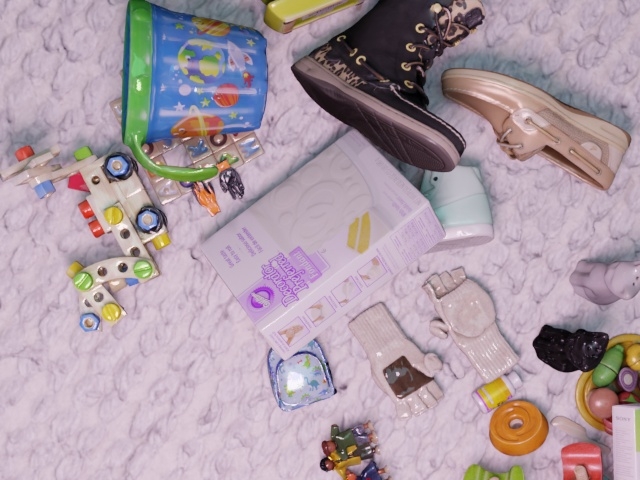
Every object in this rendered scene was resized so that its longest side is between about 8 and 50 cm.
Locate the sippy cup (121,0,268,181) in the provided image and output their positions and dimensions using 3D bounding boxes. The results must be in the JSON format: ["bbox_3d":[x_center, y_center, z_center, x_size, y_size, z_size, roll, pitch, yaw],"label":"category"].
[{"bbox_3d":[-0.203,-0.264,1.817,0.224,0.240,0.306,1,112,-13],"label":"sippy cup"}]

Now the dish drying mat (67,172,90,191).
[{"bbox_3d":[-0.385,-0.097,1.906,0.083,0.008,0.032,10,88,-1],"label":"dish drying mat"}]

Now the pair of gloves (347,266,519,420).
[{"bbox_3d":[0.192,0.170,1.891,0.240,0.042,0.204,-26,80,-4],"label":"pair of gloves"}]

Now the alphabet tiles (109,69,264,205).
[{"bbox_3d":[-0.236,-0.208,1.917,0.198,0.009,0.237,-28,90,-3],"label":"alphabet tiles"}]

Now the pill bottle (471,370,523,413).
[{"bbox_3d":[0.300,0.255,1.904,0.083,0.043,0.043,-32,89,-3],"label":"pill bottle"}]

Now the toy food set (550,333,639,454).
[{"bbox_3d":[0.504,0.260,1.900,0.128,0.071,0.218,36,87,-1],"label":"toy food set"}]

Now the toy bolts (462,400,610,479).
[{"bbox_3d":[0.375,0.397,1.865,0.228,0.158,0.218,0,47,26],"label":"toy bolts"}]

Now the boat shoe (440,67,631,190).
[{"bbox_3d":[0.351,-0.188,1.885,0.341,0.121,0.110,22,86,-3],"label":"boat shoe"}]

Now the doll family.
[{"bbox_3d":[0.055,0.390,1.875,0.111,0.076,0.193,-21,92,-8],"label":"doll family"}]

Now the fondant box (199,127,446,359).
[{"bbox_3d":[0.000,0.000,1.812,0.330,0.096,0.238,-38,47,-3],"label":"fondant box"}]

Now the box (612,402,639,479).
[{"bbox_3d":[0.585,0.424,1.858,0.232,0.058,0.322,1,89,-31],"label":"box"}]

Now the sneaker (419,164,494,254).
[{"bbox_3d":[0.157,-0.056,1.896,0.255,0.094,0.151,-7,71,7],"label":"sneaker"}]

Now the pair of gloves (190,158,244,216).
[{"bbox_3d":[-0.174,-0.089,1.910,0.083,0.010,0.074,-33,101,-4],"label":"pair of gloves"}]

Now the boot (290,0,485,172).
[{"bbox_3d":[0.156,-0.286,1.804,0.284,0.377,0.138,-46,134,-8],"label":"boot"}]

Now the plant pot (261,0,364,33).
[{"bbox_3d":[-0.026,-0.468,1.834,0.228,0.227,0.207,-22,95,-3],"label":"plant pot"}]

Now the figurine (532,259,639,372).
[{"bbox_3d":[0.449,0.119,1.833,0.092,0.209,0.215,30,87,-1],"label":"figurine"}]

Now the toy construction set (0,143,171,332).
[{"bbox_3d":[-0.371,-0.027,1.838,0.215,0.151,0.328,-29,104,-2],"label":"toy construction set"}]

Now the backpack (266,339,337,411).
[{"bbox_3d":[-0.035,0.218,1.872,0.105,0.084,0.114,-17,86,-5],"label":"backpack"}]
